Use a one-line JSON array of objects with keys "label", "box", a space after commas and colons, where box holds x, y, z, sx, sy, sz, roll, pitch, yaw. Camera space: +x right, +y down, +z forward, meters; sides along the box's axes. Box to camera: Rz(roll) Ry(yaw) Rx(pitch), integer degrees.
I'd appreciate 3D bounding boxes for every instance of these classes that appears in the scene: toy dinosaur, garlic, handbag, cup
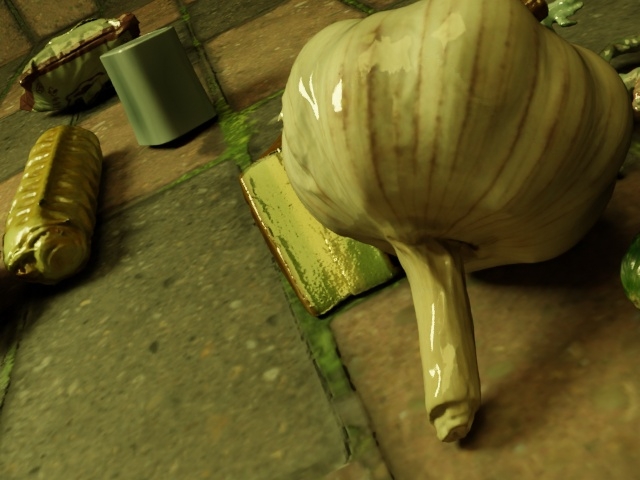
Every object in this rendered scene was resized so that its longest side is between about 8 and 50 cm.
[{"label": "toy dinosaur", "box": [0.172, -0.127, 0.577, 0.167, 0.053, 0.242, -42, 40, -13]}, {"label": "garlic", "box": [0.069, -0.005, 0.403, 0.199, 0.199, 0.226, -7, 68, 32]}, {"label": "handbag", "box": [-0.428, -0.305, 1.308, 0.235, 0.127, 0.213, -30, 4, -19]}, {"label": "cup", "box": [-0.213, -0.193, 0.941, 0.095, 0.130, 0.128, -35, 25, -29]}]

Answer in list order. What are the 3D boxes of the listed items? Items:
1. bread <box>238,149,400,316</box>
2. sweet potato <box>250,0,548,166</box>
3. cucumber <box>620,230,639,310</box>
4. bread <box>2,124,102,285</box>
[{"label": "bread", "box": [0.002, 0.004, 0.550, 0.074, 0.084, 0.139, -29, 59, -5]}, {"label": "sweet potato", "box": [0.057, -0.124, 0.582, 0.264, 0.057, 0.057, -31, 27, 10]}, {"label": "cucumber", "box": [0.244, -0.035, 0.350, 0.241, 0.074, 0.074, -31, 28, -5]}, {"label": "bread", "box": [-0.296, -0.055, 0.833, 0.084, 0.077, 0.367, -30, 29, 1]}]
